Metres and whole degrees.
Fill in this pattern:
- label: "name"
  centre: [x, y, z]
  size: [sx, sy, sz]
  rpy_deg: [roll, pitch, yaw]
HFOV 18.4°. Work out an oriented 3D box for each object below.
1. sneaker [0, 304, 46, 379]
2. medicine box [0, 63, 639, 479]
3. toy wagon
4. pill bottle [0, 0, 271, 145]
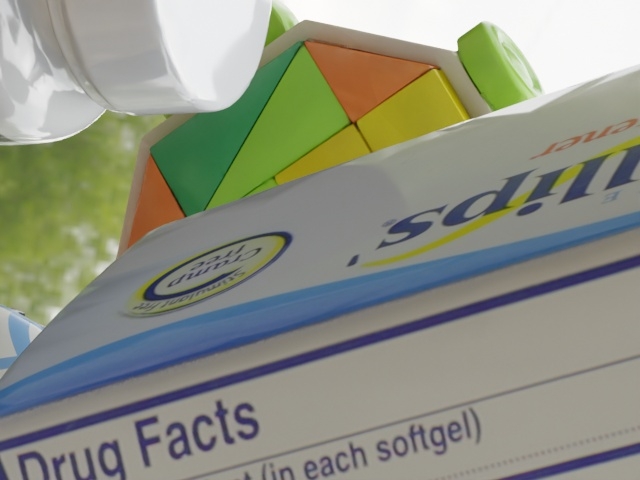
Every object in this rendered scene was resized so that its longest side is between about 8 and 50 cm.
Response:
- label: "sneaker"
  centre: [-0.120, 0.114, 0.773]
  size: [0.085, 0.086, 0.237]
  rpy_deg: [-45, -126, 24]
- label: "medicine box"
  centre: [0.094, 0.112, 0.536]
  size: [0.289, 0.263, 0.149]
  rpy_deg: [67, 22, -13]
- label: "toy wagon"
  centre: [0.000, 0.000, 0.992]
  size: [0.267, 0.068, 0.344]
  rpy_deg: [-34, -100, 18]
- label: "pill bottle"
  centre: [-0.173, -0.120, 0.841]
  size: [0.161, 0.283, 0.161]
  rpy_deg: [0, 90, -70]
